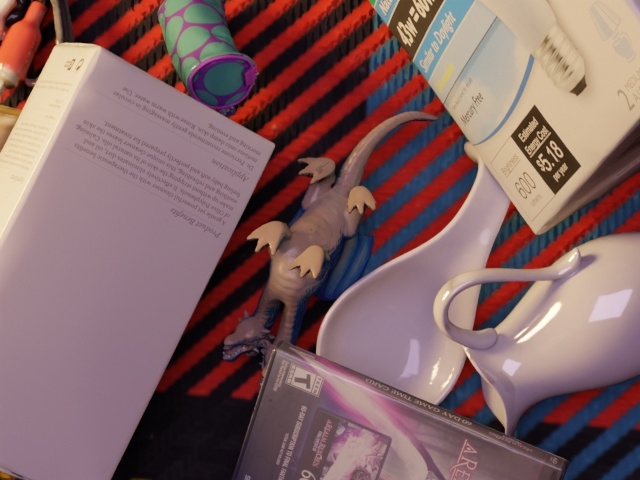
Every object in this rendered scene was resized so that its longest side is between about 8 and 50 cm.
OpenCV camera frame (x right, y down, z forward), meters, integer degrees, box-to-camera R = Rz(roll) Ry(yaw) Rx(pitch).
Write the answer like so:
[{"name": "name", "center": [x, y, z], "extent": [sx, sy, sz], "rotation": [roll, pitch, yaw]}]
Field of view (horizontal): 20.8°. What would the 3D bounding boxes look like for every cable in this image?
[{"name": "cable", "center": [-0.273, -0.258, 1.676], "extent": [0.139, 0.072, 0.287], "rotation": [22, 85, 24]}]

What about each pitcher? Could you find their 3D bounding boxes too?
[{"name": "pitcher", "center": [0.214, 0.063, 1.537], "extent": [0.207, 0.177, 0.125], "rotation": [-31, 35, 5]}]

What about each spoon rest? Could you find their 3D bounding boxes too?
[{"name": "spoon rest", "center": [0.098, 0.038, 1.585], "extent": [0.137, 0.084, 0.276], "rotation": [30, 84, -12]}]

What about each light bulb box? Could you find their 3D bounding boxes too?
[{"name": "light bulb box", "center": [0.213, -0.256, 1.464], "extent": [0.225, 0.358, 0.361], "rotation": [-31, 78, -20]}]

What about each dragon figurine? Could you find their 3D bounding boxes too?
[{"name": "dragon figurine", "center": [0.000, 0.000, 1.609], "extent": [0.085, 0.144, 0.289], "rotation": [28, 67, 11]}]

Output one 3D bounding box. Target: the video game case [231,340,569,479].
[{"name": "video game case", "center": [0.060, 0.224, 1.553], "extent": [0.274, 0.026, 0.196], "rotation": [23, 116, 10]}]

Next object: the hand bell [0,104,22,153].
[{"name": "hand bell", "center": [-0.347, -0.012, 1.658], "extent": [0.126, 0.126, 0.242], "rotation": [14, 96, 8]}]

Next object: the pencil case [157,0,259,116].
[{"name": "pencil case", "center": [-0.105, -0.180, 1.620], "extent": [0.070, 0.151, 0.064], "rotation": [-2, 125, -18]}]

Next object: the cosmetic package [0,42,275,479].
[{"name": "cosmetic package", "center": [-0.220, 0.027, 1.561], "extent": [0.197, 0.155, 0.365], "rotation": [30, 85, -24]}]
